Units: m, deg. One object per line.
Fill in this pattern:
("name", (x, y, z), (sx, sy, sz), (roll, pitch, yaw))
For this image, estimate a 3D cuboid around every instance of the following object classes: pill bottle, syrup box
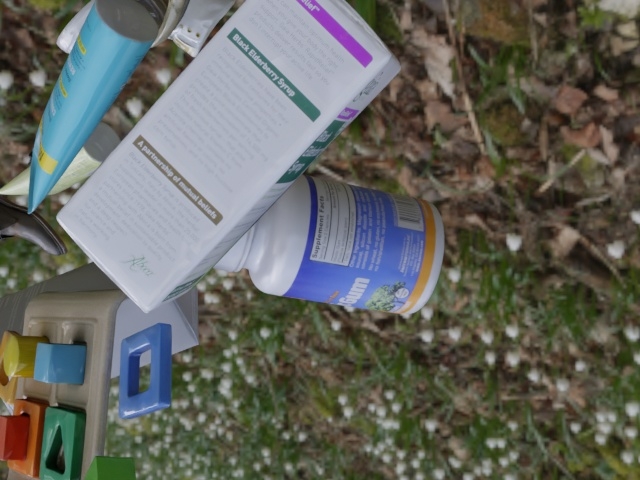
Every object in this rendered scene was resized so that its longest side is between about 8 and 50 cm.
("pill bottle", (0.000, 0.000, 1.051), (0.272, 0.152, 0.152), (9, 168, -18))
("syrup box", (-0.059, -0.070, 0.589), (0.237, 0.096, 0.093), (-45, 179, 12))

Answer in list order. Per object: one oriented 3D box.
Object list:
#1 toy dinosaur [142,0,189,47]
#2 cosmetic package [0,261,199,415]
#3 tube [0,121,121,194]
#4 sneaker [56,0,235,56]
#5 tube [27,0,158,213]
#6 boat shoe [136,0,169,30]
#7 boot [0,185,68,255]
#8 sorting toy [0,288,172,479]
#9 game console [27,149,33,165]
("toy dinosaur", (-0.120, -0.259, 0.762), (0.064, 0.268, 0.118), (35, -153, -1))
("cosmetic package", (-0.268, 0.096, 1.008), (0.238, 0.107, 0.127), (-18, -150, 4))
("tube", (-0.371, -0.102, 1.214), (0.070, 0.062, 0.240), (42, 140, -24))
("sneaker", (-0.281, -0.363, 1.434), (0.292, 0.169, 0.108), (-40, -170, -8))
("tube", (-0.203, -0.113, 0.713), (0.052, 0.080, 0.207), (21, 133, -28))
("boat shoe", (-0.262, -0.394, 1.167), (0.111, 0.104, 0.307), (17, 166, 14))
("boot", (-0.570, -0.017, 1.550), (0.219, 0.106, 0.082), (36, 151, 8))
("sorting toy", (-0.236, 0.136, 0.730), (0.047, 0.195, 0.348), (15, 167, -38))
("game console", (-0.528, -0.188, 1.738), (0.107, 0.122, 0.071), (30, 157, 17))
